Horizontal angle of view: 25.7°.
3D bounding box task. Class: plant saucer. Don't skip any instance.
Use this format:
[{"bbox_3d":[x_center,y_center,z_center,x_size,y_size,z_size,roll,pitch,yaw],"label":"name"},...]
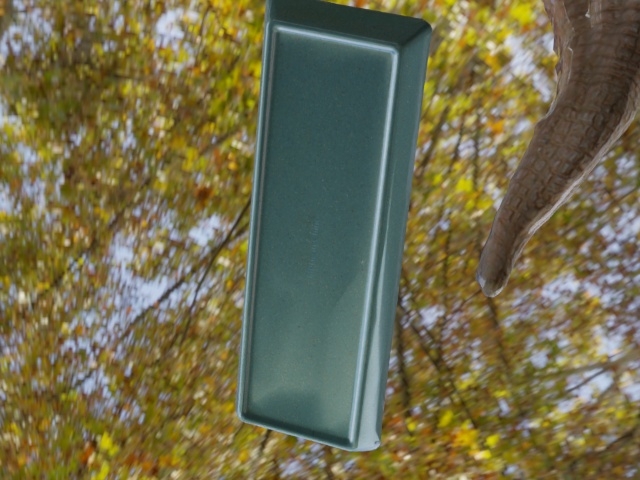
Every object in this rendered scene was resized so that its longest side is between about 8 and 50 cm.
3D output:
[{"bbox_3d":[0.000,0.000,0.563,0.067,0.018,0.192,13,-64,15],"label":"plant saucer"}]

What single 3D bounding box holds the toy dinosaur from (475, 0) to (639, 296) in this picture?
[{"bbox_3d":[0.068,-0.142,0.346,0.127,0.200,0.295,-1,-77,-30],"label":"toy dinosaur"}]
